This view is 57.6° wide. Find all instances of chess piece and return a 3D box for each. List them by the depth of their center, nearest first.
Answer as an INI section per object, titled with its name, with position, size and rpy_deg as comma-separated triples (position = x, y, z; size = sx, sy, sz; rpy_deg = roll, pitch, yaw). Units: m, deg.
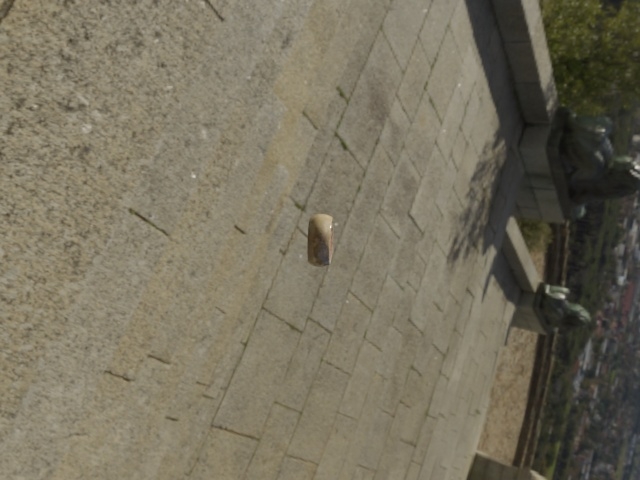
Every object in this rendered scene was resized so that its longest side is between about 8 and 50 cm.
[chess piece]
position = 0.000, 0.000, 0.913
size = 0.083, 0.038, 0.084
rpy_deg = 5, 90, -87
